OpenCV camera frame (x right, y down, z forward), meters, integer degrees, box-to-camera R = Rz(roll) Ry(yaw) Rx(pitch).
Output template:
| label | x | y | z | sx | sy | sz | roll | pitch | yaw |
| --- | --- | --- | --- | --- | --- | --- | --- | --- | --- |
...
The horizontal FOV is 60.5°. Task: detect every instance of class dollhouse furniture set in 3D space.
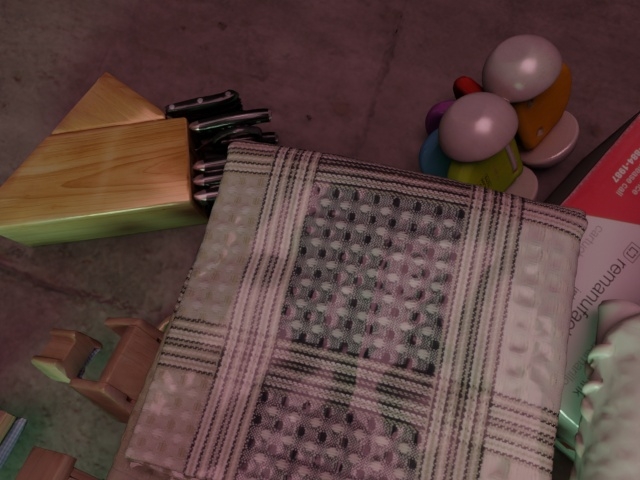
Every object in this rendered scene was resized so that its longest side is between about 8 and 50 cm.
| label | x | y | z | sx | sy | sz | roll | pitch | yaw |
| --- | --- | --- | --- | --- | --- | --- | --- | --- | --- |
| dollhouse furniture set | -0.278 | 0.243 | 0.545 | 0.303 | 0.198 | 0.286 | -3 | 51 | 32 |

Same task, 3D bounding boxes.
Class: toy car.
| label | x | y | z | sx | sy | sz | roll | pitch | yaw |
| --- | --- | --- | --- | --- | --- | --- | --- | --- | --- |
| toy car | 0.177 | -0.120 | 0.584 | 0.136 | 0.159 | 0.182 | 30 | 78 | 43 |

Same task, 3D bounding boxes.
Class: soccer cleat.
| label | x | y | z | sx | sy | sz | roll | pitch | yaw |
| --- | --- | --- | --- | --- | --- | --- | --- | --- | --- |
| soccer cleat | 0.229 | 0.129 | 0.382 | 0.143 | 0.116 | 0.331 | 38 | 87 | 32 |

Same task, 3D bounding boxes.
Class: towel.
| label | x | y | z | sx | sy | sz | roll | pitch | yaw |
| --- | --- | --- | --- | --- | --- | --- | --- | --- | --- |
| towel | 0.020 | 0.089 | 0.419 | 0.312 | 0.056 | 0.324 | 14 | 77 | 11 |

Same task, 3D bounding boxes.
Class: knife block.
| label | x | y | z | sx | sy | sz | roll | pitch | yaw |
| --- | --- | --- | --- | --- | --- | --- | --- | --- | --- |
| knife block | -0.173 | -0.052 | 0.594 | 0.242 | 0.088 | 0.276 | 36 | 80 | 10 |

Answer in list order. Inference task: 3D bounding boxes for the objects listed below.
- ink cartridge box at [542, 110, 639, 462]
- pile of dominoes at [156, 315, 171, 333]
| label | x | y | z | sx | sy | sz | roll | pitch | yaw |
| --- | --- | --- | --- | --- | --- | --- | --- | --- | --- |
| ink cartridge box | 0.346 | 0.109 | 0.504 | 0.384 | 0.160 | 0.279 | 42 | 82 | 10 |
| pile of dominoes | -0.069 | 0.153 | 0.569 | 0.251 | 0.040 | 0.196 | 43 | 82 | 10 |
